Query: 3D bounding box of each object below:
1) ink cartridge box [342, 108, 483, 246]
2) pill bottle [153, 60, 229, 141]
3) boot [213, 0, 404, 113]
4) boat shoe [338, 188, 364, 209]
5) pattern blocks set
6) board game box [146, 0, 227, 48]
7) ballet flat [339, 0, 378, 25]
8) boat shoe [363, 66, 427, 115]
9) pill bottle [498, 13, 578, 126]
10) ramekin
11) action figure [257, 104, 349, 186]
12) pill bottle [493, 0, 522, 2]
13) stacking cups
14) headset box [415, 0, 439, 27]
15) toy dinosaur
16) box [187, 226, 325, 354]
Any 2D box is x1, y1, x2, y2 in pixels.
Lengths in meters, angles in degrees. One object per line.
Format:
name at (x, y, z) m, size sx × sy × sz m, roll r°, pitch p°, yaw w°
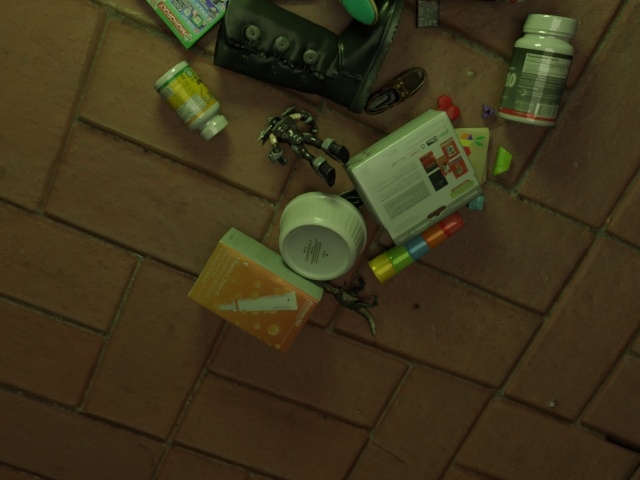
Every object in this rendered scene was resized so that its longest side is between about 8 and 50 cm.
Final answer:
ink cartridge box at (0.266, -0.178, 1.706) m, size 0.309 × 0.130 × 0.272 m, roll -32°, pitch 108°, yaw -1°
pill bottle at (-0.358, -0.388, 1.672) m, size 0.117 × 0.117 × 0.208 m, roll -36°, pitch 106°, yaw 10°
boot at (-0.034, -0.582, 1.596) m, size 0.445 × 0.146 × 0.367 m, roll 18°, pitch 108°, yaw -8°
boat shoe at (0.139, -0.136, 1.795) m, size 0.183 × 0.083 × 0.065 m, roll -24°, pitch 110°, yaw 7°
pattern blocks set at (0.433, -0.254, 1.792) m, size 0.285 × 0.026 × 0.325 m, roll 12°, pitch 109°, yaw -6°
board game box at (-0.386, -0.713, 1.593) m, size 0.213 × 0.046 × 0.317 m, roll -37°, pitch 107°, yaw 12°
ballet flat at (0.070, -0.638, 1.489) m, size 0.232 × 0.073 × 0.080 m, roll 44°, pitch 141°, yaw 3°
boat shoe at (0.218, -0.424, 1.702) m, size 0.207 × 0.073 × 0.073 m, roll -34°, pitch 106°, yaw 9°
pill bottle at (0.606, -0.472, 1.650) m, size 0.161 × 0.161 × 0.283 m, roll 7°, pitch 109°, yaw -4°
ramekin at (0.000, 0.000, 1.771) m, size 0.273 × 0.127 × 0.273 m, roll 6°, pitch 128°, yaw 8°
action figure at (-0.056, -0.277, 1.690) m, size 0.285 × 0.099 × 0.185 m, roll 38°, pitch 86°, yaw 23°
pill bottle at (0.392, -0.724, 1.542) m, size 0.323 × 0.181 × 0.181 m, roll 3°, pitch 109°, yaw -3°
stacking cups at (0.302, 0.016, 1.862) m, size 0.316 × 0.096 × 0.096 m, roll -34°, pitch 107°, yaw 4°
headset box at (0.298, -0.637, 1.649) m, size 0.062 × 0.032 × 0.083 m, roll -4°, pitch 109°, yaw -1°
toy dinosaur at (0.120, 0.195, 1.924) m, size 0.268 × 0.064 × 0.118 m, roll 41°, pitch 119°, yaw -14°
box at (-0.190, 0.151, 1.817) m, size 0.345 × 0.168 × 0.215 m, roll 31°, pitch 106°, yaw -3°
